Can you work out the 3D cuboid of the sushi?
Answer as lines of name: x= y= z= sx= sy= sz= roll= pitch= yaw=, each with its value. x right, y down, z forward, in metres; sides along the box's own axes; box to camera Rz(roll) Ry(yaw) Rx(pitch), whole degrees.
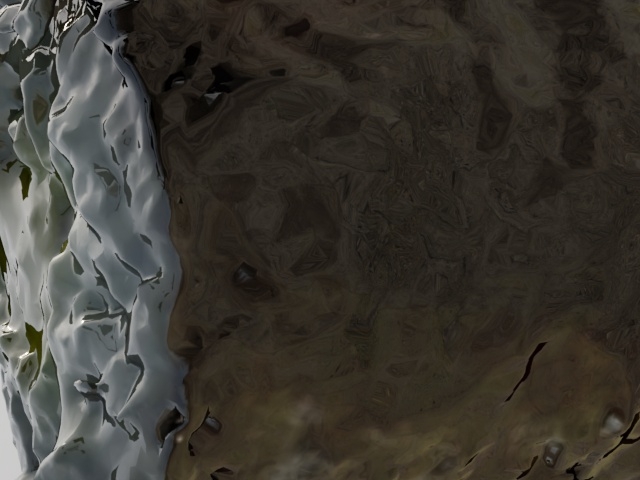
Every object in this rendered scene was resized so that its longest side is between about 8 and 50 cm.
sushi: x=-0.001 y=0.001 z=0.762 sx=0.281 sy=0.294 sz=0.299 roll=-119 pitch=36 yaw=-46
